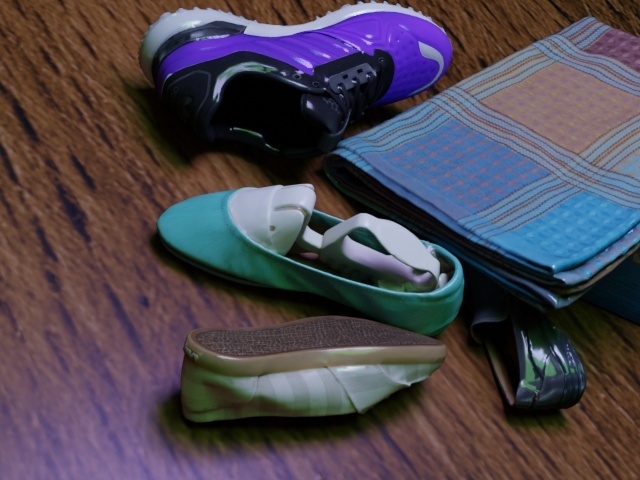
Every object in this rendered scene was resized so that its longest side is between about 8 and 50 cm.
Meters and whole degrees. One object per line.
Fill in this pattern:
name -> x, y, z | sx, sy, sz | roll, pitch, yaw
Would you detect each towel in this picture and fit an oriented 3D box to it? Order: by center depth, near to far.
towel -> 0.220, -0.092, 1.071 | 0.370, 0.040, 0.271 | -31, 46, -31

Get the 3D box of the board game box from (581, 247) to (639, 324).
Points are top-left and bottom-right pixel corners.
board game box -> 0.374, -0.024, 1.165 | 0.308, 0.086, 0.302 | 24, 40, -4

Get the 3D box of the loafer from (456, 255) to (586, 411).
loafer -> 0.148, 0.062, 0.969 | 0.061, 0.062, 0.170 | -7, 49, -28

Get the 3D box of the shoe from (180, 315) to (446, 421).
shoe -> -0.004, 0.093, 0.862 | 0.219, 0.058, 0.076 | 1, 16, -34

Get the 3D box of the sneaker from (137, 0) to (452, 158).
sneaker -> 0.000, -0.128, 1.050 | 0.293, 0.102, 0.146 | -7, 43, -24

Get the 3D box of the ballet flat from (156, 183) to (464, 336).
ballet flat -> 0.000, 0.000, 0.931 | 0.247, 0.087, 0.083 | 20, 41, -9
